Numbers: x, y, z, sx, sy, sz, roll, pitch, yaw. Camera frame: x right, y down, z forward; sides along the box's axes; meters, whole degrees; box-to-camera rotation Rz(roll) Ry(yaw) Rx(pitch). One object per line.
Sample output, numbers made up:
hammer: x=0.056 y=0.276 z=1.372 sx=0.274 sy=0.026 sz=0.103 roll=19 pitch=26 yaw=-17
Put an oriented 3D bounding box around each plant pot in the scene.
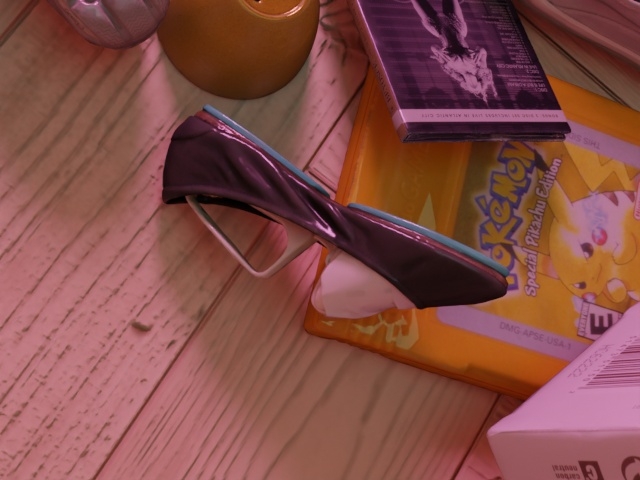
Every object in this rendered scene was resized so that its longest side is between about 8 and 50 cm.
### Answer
plant pot: x=-0.054 y=-0.188 z=0.850 sx=0.134 sy=0.095 sz=0.134 roll=4 pitch=79 yaw=-20

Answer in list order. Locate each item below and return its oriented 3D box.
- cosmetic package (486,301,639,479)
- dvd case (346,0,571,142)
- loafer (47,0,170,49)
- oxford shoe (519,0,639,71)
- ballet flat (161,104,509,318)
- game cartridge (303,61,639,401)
cosmetic package: x=0.323 y=0.288 z=0.821 sx=0.230 sy=0.161 sz=0.453 roll=-29 pitch=100 yaw=-39
dvd case: x=0.102 y=-0.176 z=0.902 sx=0.165 sy=0.018 sz=0.221 roll=-4 pitch=61 yaw=-29
loafer: x=-0.221 y=-0.281 z=0.788 sx=0.112 sy=0.111 sz=0.319 roll=-31 pitch=100 yaw=-7
oxford shoe: x=0.374 y=-0.215 z=1.000 sx=0.449 sy=0.130 sz=0.169 roll=18 pitch=70 yaw=-23
ballet flat: x=0.000 y=0.000 z=0.813 sx=0.280 sy=0.095 sz=0.096 roll=29 pitch=86 yaw=16
game cartridge: x=0.169 y=-0.012 z=0.931 sx=0.324 sy=0.053 sz=0.285 roll=19 pitch=75 yaw=-18
